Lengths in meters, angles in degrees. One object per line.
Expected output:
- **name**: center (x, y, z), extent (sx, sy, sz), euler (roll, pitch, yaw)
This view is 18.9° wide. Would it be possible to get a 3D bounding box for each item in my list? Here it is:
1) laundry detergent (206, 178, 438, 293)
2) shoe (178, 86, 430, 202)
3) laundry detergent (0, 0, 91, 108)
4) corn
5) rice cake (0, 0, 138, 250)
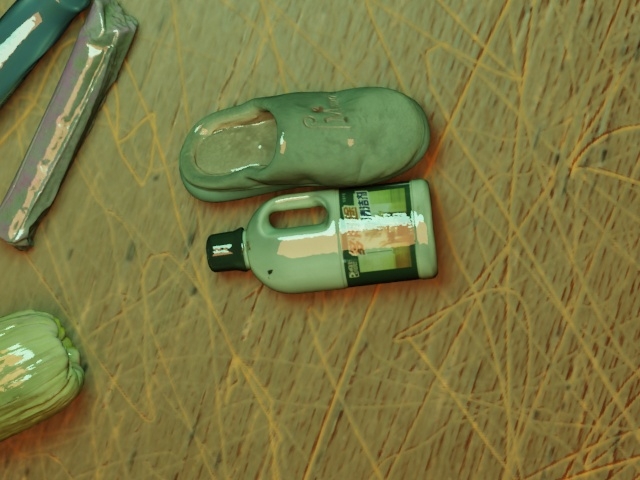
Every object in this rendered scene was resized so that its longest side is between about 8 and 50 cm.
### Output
- **laundry detergent**: center (0.000, 0.000, 1.888), extent (0.225, 0.070, 0.099), euler (-6, 96, 5)
- **shoe**: center (-0.023, -0.099, 1.854), extent (0.251, 0.100, 0.103), euler (-11, 70, 9)
- **laundry detergent**: center (-0.285, -0.204, 1.875), extent (0.061, 0.096, 0.206), euler (41, 93, -7)
- **corn**: center (-0.379, 0.172, 1.901), extent (0.305, 0.123, 0.122), euler (-29, 90, 7)
- **rice cake**: center (-0.254, -0.113, 1.900), extent (0.049, 0.055, 0.270), euler (27, 99, 5)
